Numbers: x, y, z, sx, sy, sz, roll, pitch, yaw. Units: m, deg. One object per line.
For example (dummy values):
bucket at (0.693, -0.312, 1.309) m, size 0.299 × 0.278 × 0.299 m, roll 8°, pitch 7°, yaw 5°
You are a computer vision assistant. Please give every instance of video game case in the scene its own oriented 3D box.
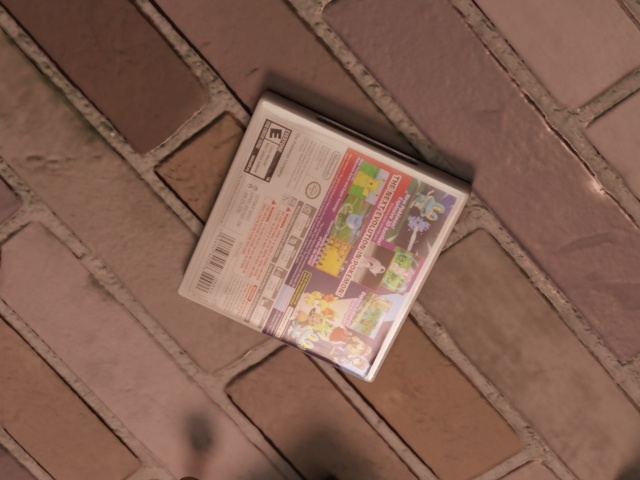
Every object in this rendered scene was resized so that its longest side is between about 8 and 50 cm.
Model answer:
video game case at (0.000, 0.000, 1.369) m, size 0.183 × 0.023 × 0.201 m, roll 25°, pitch 118°, yaw -1°

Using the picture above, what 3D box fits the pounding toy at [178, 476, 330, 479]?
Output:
pounding toy at (-0.055, 0.283, 1.493) m, size 0.181 × 0.094 × 0.206 m, roll -32°, pitch 97°, yaw 30°
